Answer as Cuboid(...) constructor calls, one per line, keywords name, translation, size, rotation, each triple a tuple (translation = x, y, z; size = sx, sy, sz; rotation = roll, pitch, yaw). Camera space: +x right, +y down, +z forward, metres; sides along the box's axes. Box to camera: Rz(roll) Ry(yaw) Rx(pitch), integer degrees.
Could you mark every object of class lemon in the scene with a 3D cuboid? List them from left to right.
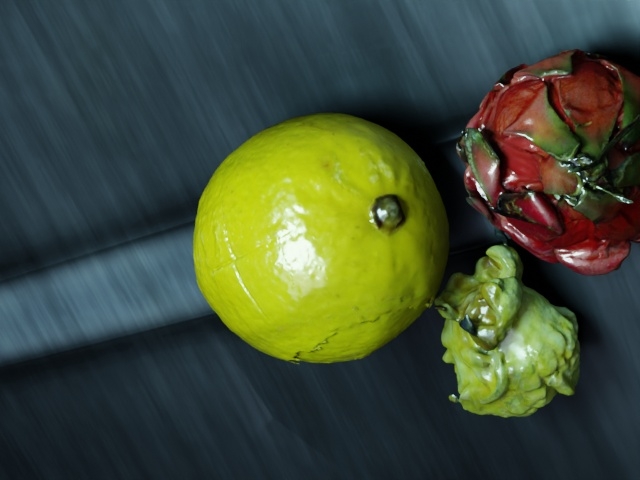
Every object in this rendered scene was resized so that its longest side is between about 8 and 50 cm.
Cuboid(name="lemon", translation=(0.000, 0.000, 1.694), size=(0.297, 0.297, 0.297), rotation=(17, 129, 22))

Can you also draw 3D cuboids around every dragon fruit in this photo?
Cuboid(name="dragon fruit", translation=(0.256, -0.069, 1.491), size=(0.233, 0.293, 0.234), rotation=(-2, 112, -4))

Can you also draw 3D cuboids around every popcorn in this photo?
Cuboid(name="popcorn", translation=(0.204, 0.104, 1.735), size=(0.195, 0.173, 0.168), rotation=(52, 156, -22))
